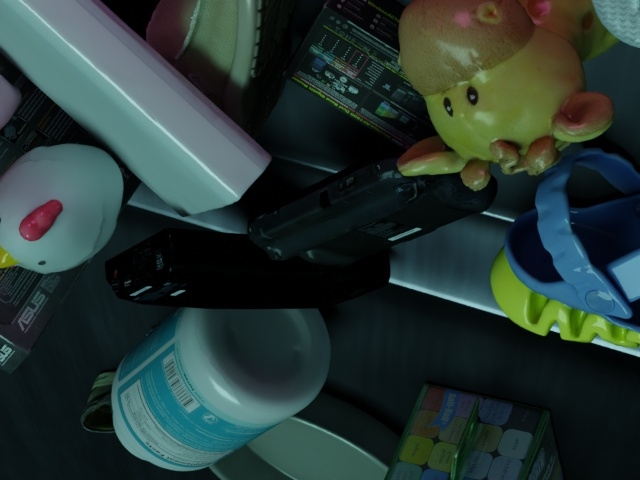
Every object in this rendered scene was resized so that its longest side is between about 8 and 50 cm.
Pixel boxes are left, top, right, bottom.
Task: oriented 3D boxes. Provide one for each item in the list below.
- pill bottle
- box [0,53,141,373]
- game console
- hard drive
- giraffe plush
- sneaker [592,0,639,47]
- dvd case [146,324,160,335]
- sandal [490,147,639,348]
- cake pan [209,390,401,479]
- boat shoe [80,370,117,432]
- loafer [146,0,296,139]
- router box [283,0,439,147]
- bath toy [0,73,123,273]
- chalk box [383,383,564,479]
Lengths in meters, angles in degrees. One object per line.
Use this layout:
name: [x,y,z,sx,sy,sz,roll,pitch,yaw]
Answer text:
pill bottle: [-0.112,0.138,1.305,0.146,0.146,0.264,36,143,-13]
box: [-0.269,-0.033,1.116,0.183,0.231,0.056,34,145,-10]
game console: [0.000,0.000,1.040,0.213,0.043,0.361,5,163,-35]
hard drive: [-0.199,-0.154,0.954,0.353,0.047,0.233,43,169,-10]
giraffe plush: [0.104,-0.117,0.763,0.210,0.170,0.181,31,148,-4]
sneaker: [0.173,-0.224,0.641,0.094,0.091,0.258,17,127,26]
dvd case: [-0.123,0.111,1.422,0.087,0.013,0.119,40,145,-19]
sandal: [0.261,0.022,0.898,0.317,0.126,0.138,12,141,23]
cake pan: [-0.004,0.250,1.492,0.293,0.054,0.293,20,148,13]
boat shoe: [-0.205,0.191,1.537,0.080,0.073,0.224,40,151,-25]
loafer: [-0.070,-0.151,0.915,0.092,0.102,0.268,23,151,4]
router box: [0.045,-0.119,0.933,0.122,0.038,0.092,32,148,-5]
bath toy: [-0.308,-0.096,1.008,0.348,0.151,0.129,41,-168,-8]
chalk box: [0.145,0.231,1.276,0.132,0.132,0.213,10,143,27]
